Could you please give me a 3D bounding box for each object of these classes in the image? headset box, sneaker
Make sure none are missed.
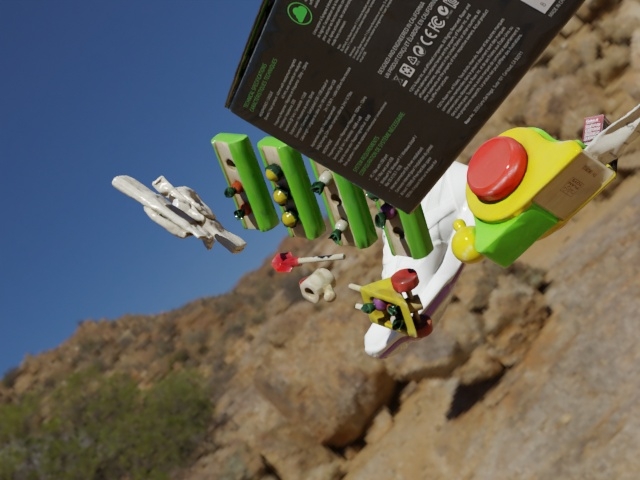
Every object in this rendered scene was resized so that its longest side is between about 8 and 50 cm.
[{"bbox_3d":[0.090,-0.202,0.563,0.283,0.131,0.246,-62,4,-33],"label":"headset box"},{"bbox_3d":[0.406,-0.137,1.470,0.032,0.062,0.083,-7,62,38],"label":"headset box"},{"bbox_3d":[0.123,0.020,1.367,0.305,0.152,0.114,-58,-14,-20],"label":"sneaker"}]

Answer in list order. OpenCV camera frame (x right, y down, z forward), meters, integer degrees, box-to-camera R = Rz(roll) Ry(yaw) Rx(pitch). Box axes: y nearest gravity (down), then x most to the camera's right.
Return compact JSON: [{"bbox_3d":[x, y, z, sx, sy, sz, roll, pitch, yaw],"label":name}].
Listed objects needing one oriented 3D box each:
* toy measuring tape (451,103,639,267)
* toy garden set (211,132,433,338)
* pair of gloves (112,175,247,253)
[{"bbox_3d":[0.249,-0.099,1.025,0.330,0.121,0.121,-46,-5,23],"label":"toy measuring tape"},{"bbox_3d":[0.000,0.000,1.009,0.244,0.203,0.049,10,40,42],"label":"toy garden set"},{"bbox_3d":[-0.238,-0.052,1.790,0.042,0.204,0.240,-54,-15,9],"label":"pair of gloves"}]
